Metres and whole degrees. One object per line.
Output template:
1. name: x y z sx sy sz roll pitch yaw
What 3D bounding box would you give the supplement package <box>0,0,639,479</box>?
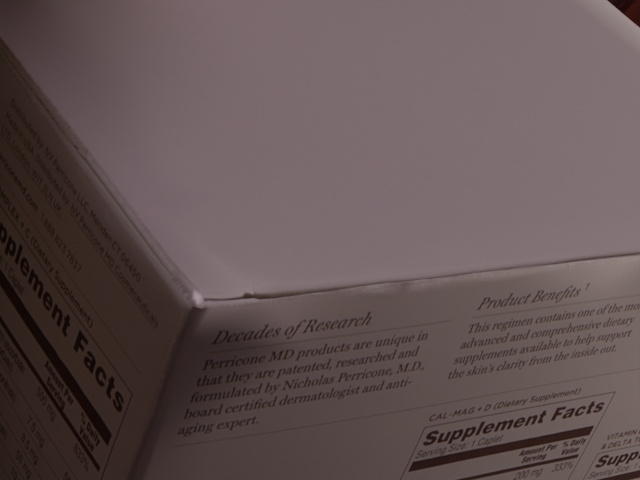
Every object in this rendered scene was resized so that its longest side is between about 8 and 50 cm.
1. supplement package: 0.000 0.000 0.546 0.262 0.145 0.204 -4 40 -38
